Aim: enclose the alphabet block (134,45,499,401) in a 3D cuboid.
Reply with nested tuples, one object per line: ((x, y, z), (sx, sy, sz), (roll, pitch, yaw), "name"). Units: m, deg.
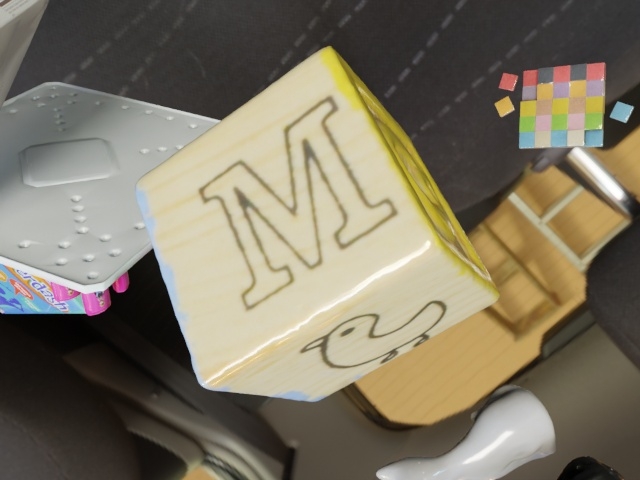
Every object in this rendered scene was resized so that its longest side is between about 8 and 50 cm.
((0.000, 0.000, 0.588), (0.197, 0.193, 0.192), (-33, 155, 16), "alphabet block")

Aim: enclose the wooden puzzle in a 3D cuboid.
((0.146, -0.081, 0.435), (0.083, 0.049, 0.006), (2, 180, 34), "wooden puzzle")

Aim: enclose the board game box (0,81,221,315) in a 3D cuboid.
((-0.318, -0.081, 0.910), (0.390, 0.390, 0.050), (-51, 151, -51), "board game box")

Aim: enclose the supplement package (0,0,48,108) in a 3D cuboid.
((-0.398, -0.139, 0.664), (0.262, 0.145, 0.204), (-51, -163, 29), "supplement package")

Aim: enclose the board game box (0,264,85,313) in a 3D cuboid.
((-0.407, 0.030, 0.948), (0.210, 0.160, 0.047), (-5, -139, 37), "board game box")

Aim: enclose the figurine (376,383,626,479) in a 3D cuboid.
((0.188, 0.276, 0.773), (0.209, 0.092, 0.215), (-24, -146, -13), "figurine")
